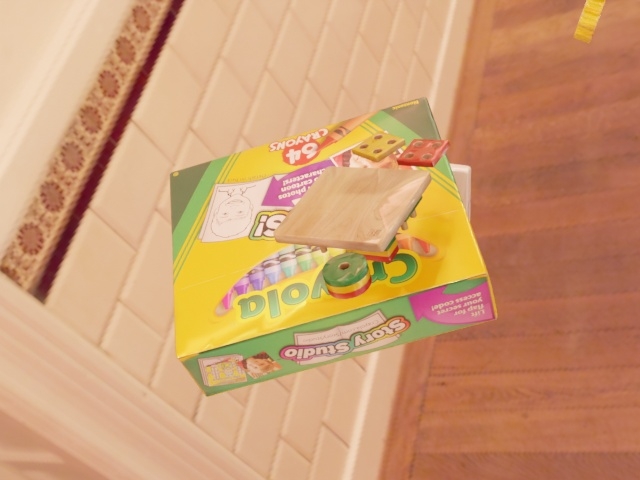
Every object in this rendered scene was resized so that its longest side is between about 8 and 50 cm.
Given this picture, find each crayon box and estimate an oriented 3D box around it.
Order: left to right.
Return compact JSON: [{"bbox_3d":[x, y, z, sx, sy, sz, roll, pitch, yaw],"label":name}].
[{"bbox_3d":[0.000,0.000,1.148,0.363,0.106,0.313,-16,46,6],"label":"crayon box"}]

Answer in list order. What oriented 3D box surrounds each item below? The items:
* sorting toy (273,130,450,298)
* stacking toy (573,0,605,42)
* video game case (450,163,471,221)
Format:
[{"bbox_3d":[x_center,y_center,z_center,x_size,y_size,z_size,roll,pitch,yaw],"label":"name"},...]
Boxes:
[{"bbox_3d":[0.044,-0.030,1.003,0.132,0.046,0.274,5,40,31],"label":"sorting toy"},{"bbox_3d":[0.309,-0.203,0.766,0.167,0.221,0.052,21,82,12],"label":"stacking toy"},{"bbox_3d":[0.113,-0.030,1.384,0.227,0.206,0.026,9,34,21],"label":"video game case"}]
